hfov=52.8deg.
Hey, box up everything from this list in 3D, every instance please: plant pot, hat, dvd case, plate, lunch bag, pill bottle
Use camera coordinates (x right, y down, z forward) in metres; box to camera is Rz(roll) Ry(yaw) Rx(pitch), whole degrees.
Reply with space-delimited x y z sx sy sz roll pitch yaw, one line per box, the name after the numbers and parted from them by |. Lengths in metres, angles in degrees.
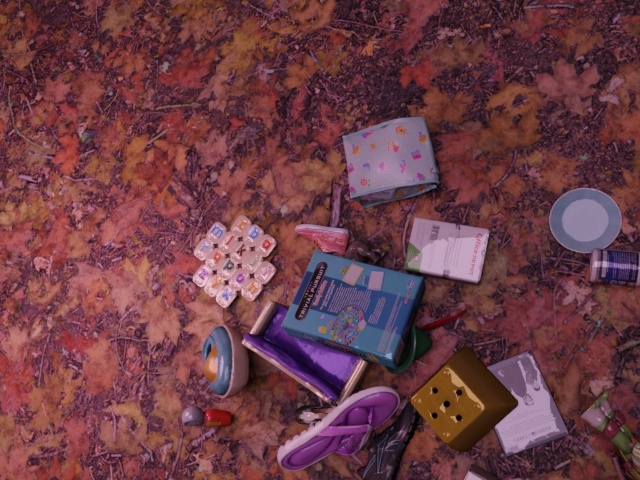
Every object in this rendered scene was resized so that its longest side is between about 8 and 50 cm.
0.362 0.427 1.714 0.212 0.187 0.212 -47 65 12 | plant pot
0.301 0.300 1.870 0.208 0.184 0.172 -40 48 52 | hat
0.540 0.443 1.760 0.180 0.029 0.238 -24 72 11 | dvd case
0.741 -0.055 1.808 0.188 0.024 0.188 -4 77 16 | plate
0.218 -0.238 1.947 0.263 0.160 0.223 -13 73 21 | lunch bag
0.812 0.074 1.719 0.170 0.094 0.094 5 80 19 | pill bottle

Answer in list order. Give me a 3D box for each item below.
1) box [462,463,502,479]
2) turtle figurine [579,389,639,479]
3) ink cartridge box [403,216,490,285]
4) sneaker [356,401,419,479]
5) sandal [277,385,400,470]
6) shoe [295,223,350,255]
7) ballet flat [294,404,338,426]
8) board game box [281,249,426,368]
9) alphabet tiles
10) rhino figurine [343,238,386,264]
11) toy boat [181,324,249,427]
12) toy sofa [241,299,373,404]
0.376 0.758 1.682 0.121 0.148 0.311 26 88 20 | box
0.801 0.477 1.584 0.198 0.274 0.266 -30 62 -27 | turtle figurine
0.369 0.033 1.871 0.220 0.092 0.160 11 82 20 | ink cartridge box
0.192 0.568 1.807 0.106 0.101 0.267 23 86 23 | sneaker
0.064 0.556 1.814 0.416 0.169 0.102 -38 41 18 | sandal
0.000 0.000 2.013 0.178 0.063 0.081 6 75 15 | shoe
0.017 0.517 1.891 0.203 0.074 0.074 -4 77 17 | ballet flat
0.095 0.188 1.816 0.336 0.079 0.253 14 65 24 | board game box
-0.281 0.068 2.112 0.284 0.021 0.278 37 91 21 | alphabet tiles
0.090 0.105 1.957 0.106 0.073 0.243 34 91 18 | rhino figurine
-0.317 0.424 1.943 0.148 0.267 0.317 10 103 -22 | toy boat
-0.040 0.325 1.895 0.363 0.177 0.150 30 89 22 | toy sofa
